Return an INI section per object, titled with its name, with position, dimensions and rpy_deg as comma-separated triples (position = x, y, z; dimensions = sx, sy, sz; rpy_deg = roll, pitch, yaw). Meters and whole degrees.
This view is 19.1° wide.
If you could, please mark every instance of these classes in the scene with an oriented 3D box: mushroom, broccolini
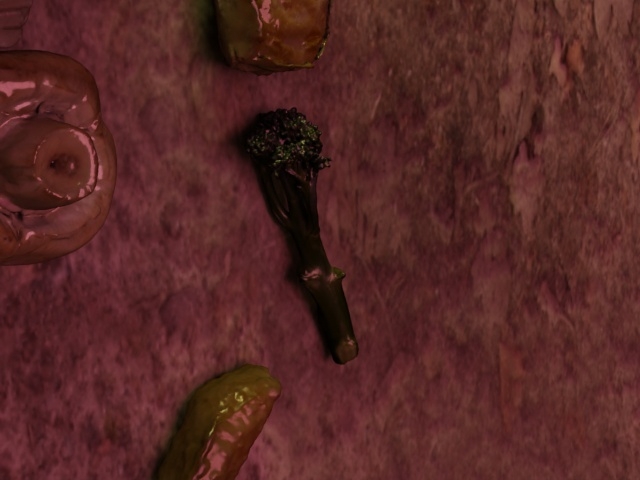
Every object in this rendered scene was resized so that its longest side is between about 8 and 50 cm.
[mushroom]
position = -0.190, -0.051, 1.194
dimensions = 0.148, 0.112, 0.148
rpy_deg = -1, 91, -40
[broccolini]
position = 0.001, -0.001, 1.443
dimensions = 0.058, 0.067, 0.216
rpy_deg = -22, 117, -2

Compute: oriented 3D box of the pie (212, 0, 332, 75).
[pie]
position = -0.037, -0.260, 1.366
dimensions = 0.129, 0.068, 0.282
rpy_deg = -13, 100, -46

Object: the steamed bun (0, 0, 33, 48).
[steamed bun]
position = -0.272, -0.150, 1.076
dimensions = 0.218, 0.144, 0.211
rpy_deg = 64, 25, -8

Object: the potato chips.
[potato chips]
position = -0.114, 0.275, 1.353
dimensions = 0.080, 0.057, 0.406
rpy_deg = 25, 77, -42
